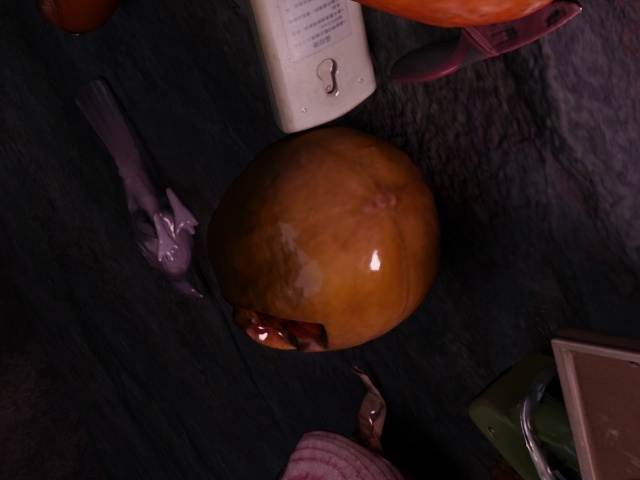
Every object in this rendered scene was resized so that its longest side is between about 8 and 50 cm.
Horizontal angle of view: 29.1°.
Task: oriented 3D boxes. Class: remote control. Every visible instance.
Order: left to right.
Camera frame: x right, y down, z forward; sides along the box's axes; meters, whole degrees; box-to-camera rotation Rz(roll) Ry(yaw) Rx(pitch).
[{"bbox_3d":[-0.015,-0.199,1.000,0.038,0.098,0.233,42,155,46],"label":"remote control"}]

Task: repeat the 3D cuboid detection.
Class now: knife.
[{"bbox_3d":[0.115,-0.149,0.912,0.035,0.018,0.247,63,155,-8],"label":"knife"}]

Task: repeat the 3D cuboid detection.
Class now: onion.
[{"bbox_3d":[0.049,0.353,1.482,0.256,0.272,0.230,50,-176,32],"label":"onion"}]

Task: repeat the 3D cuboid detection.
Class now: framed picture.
[{"bbox_3d":[0.292,0.155,0.824,0.265,0.018,0.192,8,128,35],"label":"framed picture"}]

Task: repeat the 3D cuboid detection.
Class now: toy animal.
[{"bbox_3d":[-0.226,-0.037,1.675,0.367,0.081,0.206,66,167,-23],"label":"toy animal"}]

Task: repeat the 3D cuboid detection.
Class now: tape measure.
[{"bbox_3d":[0.223,0.180,1.009,0.200,0.106,0.175,51,161,8],"label":"tape measure"}]

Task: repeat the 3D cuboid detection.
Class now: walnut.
[{"bbox_3d":[0.000,0.000,1.131,0.203,0.203,0.298,60,161,-8],"label":"walnut"}]

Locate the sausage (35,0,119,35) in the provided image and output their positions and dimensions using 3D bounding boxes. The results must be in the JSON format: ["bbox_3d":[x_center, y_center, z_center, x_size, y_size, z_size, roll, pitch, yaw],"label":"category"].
[{"bbox_3d":[-0.260,-0.323,1.341,0.102,0.102,0.330,53,158,10],"label":"sausage"}]

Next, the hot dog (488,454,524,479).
[{"bbox_3d":[0.230,0.313,1.149,0.175,0.114,0.259,-178,86,-76],"label":"hot dog"}]

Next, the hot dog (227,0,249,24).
[{"bbox_3d":[-0.055,-0.260,1.066,0.099,0.053,0.192,45,158,29],"label":"hot dog"}]

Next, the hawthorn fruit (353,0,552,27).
[{"bbox_3d":[0.062,-0.229,0.675,0.224,0.224,0.261,62,178,-14],"label":"hawthorn fruit"}]
